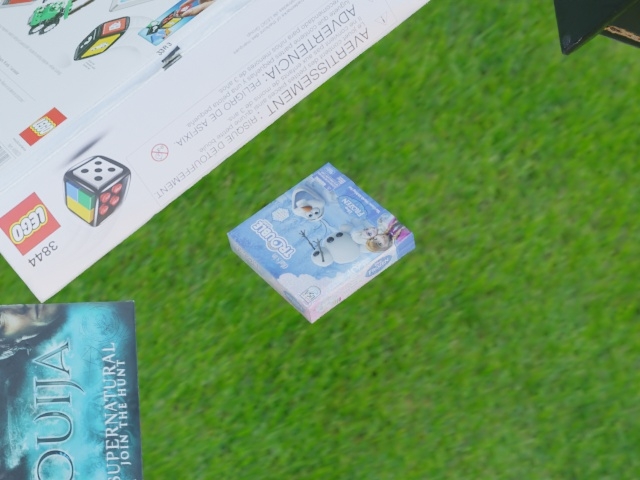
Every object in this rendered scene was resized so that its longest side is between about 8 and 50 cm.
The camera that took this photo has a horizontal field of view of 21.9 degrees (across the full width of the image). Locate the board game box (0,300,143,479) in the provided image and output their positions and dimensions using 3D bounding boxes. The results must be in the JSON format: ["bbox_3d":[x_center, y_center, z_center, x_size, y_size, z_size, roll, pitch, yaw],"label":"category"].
[{"bbox_3d":[-0.207,0.141,1.315,0.126,0.026,0.186,-2,71,-11],"label":"board game box"}]

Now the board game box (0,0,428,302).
[{"bbox_3d":[-0.102,-0.098,0.736,0.193,0.305,0.053,-38,120,-9],"label":"board game box"}]

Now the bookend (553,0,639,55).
[{"bbox_3d":[0.254,-0.166,1.036,0.156,0.157,0.072,14,57,-30],"label":"bookend"}]

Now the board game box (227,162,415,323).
[{"bbox_3d":[0.000,0.000,1.097,0.090,0.020,0.090,-37,53,-18],"label":"board game box"}]
